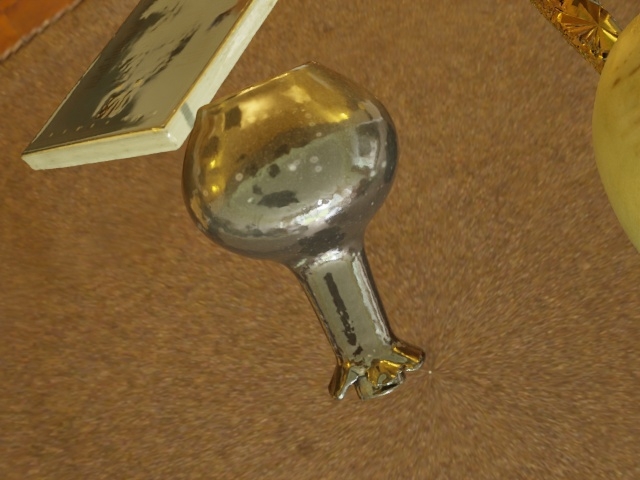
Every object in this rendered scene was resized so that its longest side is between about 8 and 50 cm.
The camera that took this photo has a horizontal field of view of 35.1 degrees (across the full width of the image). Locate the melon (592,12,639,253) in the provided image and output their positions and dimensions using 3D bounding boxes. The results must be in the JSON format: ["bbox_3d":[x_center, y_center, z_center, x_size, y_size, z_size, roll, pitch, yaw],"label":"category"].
[{"bbox_3d":[0.356,-0.088,0.825,0.272,0.272,0.308,-27,52,2],"label":"melon"}]

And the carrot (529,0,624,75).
[{"bbox_3d":[0.315,-0.273,1.231,0.069,0.069,0.228,-34,68,1],"label":"carrot"}]

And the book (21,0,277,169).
[{"bbox_3d":[-0.121,-0.169,0.848,0.191,0.025,0.269,-4,47,42],"label":"book"}]

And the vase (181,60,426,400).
[{"bbox_3d":[0.000,0.000,0.548,0.120,0.120,0.183,-22,98,3],"label":"vase"}]
